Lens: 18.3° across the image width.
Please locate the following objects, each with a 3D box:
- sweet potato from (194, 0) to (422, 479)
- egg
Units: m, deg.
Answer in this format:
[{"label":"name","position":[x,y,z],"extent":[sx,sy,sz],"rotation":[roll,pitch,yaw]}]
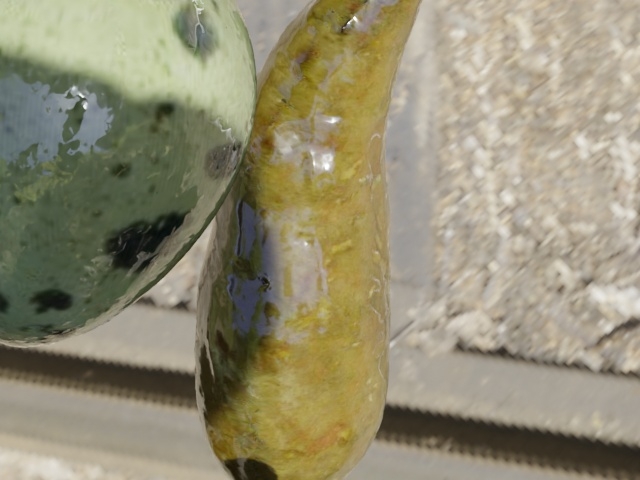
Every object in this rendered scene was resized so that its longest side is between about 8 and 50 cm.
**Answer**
[{"label":"sweet potato","position":[-0.004,-0.004,1.220],"extent":[0.130,0.130,0.422],"rotation":[20,118,19]},{"label":"egg","position":[-0.126,-0.054,0.987],"extent":[0.177,0.177,0.228],"rotation":[22,102,18]}]
